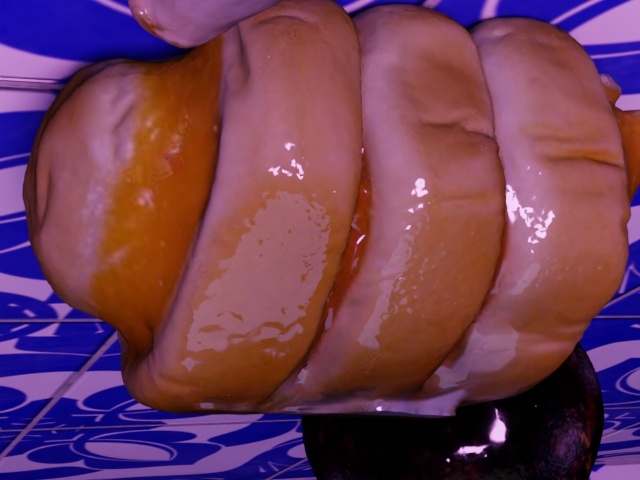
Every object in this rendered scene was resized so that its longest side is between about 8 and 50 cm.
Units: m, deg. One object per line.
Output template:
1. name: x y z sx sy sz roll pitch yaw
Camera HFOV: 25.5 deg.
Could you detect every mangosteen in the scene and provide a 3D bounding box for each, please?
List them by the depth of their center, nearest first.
1. mangosteen: 0.109 0.134 1.269 0.275 0.275 0.302 -11 129 12

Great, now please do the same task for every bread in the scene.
1. bread: 0.000 0.000 0.825 0.341 0.210 0.300 6 156 -34

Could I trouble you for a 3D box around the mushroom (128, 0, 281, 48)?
1. mushroom: -0.002 -0.159 0.492 0.109 0.097 0.351 -45 180 -20
